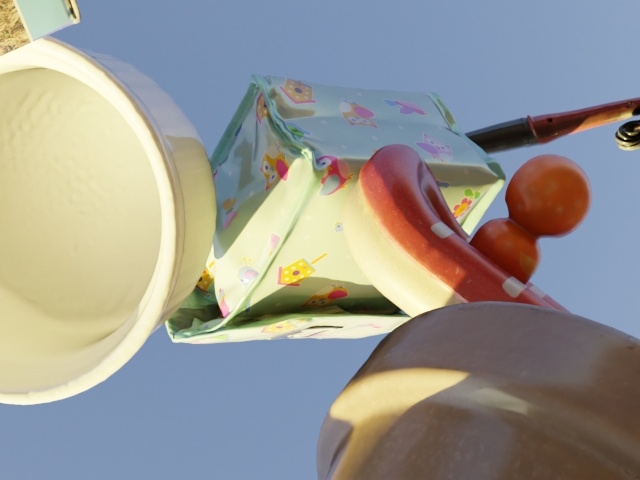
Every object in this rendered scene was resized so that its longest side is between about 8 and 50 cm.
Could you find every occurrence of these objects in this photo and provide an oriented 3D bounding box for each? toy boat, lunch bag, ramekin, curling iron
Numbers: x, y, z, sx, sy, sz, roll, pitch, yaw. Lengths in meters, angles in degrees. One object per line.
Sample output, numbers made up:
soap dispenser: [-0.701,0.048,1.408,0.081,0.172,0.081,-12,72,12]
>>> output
toy boat: [0.130,0.004,0.755,0.151,0.231,0.151,-53,-17,7]
lunch bag: [0.000,0.000,0.955,0.223,0.160,0.262,1,-49,-39]
ramekin: [-0.216,-0.024,0.838,0.277,0.135,0.277,2,-81,14]
curling iron: [0.212,-0.101,1.022,0.274,0.068,0.035,-6,-55,3]

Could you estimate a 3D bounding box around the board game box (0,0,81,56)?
board game box: [-0.304,-0.162,0.506,0.291,0.232,0.141,-27,-31,-12]

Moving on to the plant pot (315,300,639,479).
plant pot: [0.067,0.193,0.470,0.229,0.263,0.263,-42,-59,-38]
